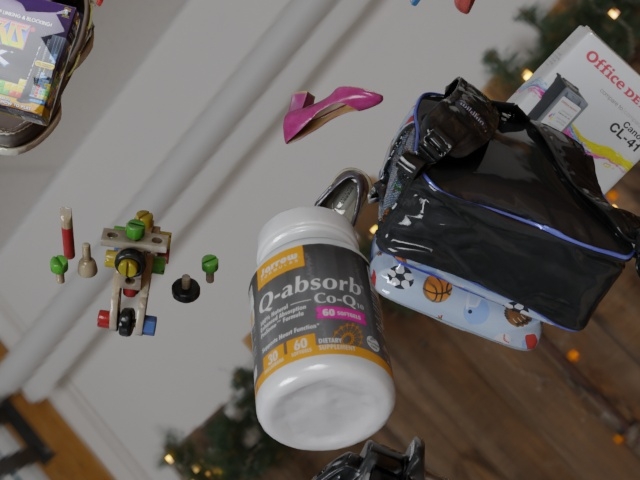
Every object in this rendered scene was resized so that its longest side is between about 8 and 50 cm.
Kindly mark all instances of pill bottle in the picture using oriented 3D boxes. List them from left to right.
[{"bbox_3d":[-0.005,0.098,1.289,0.162,0.278,0.162,-4,-45,-4],"label":"pill bottle"}]

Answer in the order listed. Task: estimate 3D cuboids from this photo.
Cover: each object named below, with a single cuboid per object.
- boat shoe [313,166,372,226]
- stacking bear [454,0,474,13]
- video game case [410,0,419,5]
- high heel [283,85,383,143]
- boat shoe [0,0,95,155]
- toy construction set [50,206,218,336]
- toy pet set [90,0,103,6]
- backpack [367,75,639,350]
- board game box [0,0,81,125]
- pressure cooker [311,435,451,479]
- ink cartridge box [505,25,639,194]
[{"bbox_3d":[0.000,0.000,1.892,0.285,0.103,0.092,-61,-11,6],"label":"boat shoe"},{"bbox_3d":[0.120,-0.482,1.597,0.164,0.289,0.175,100,-166,-51],"label":"stacking bear"},{"bbox_3d":[0.216,-0.607,2.332,0.015,0.166,0.119,12,-43,-29],"label":"video game case"},{"bbox_3d":[0.023,-0.266,2.308,0.082,0.244,0.117,27,-110,-57],"label":"high heel"},{"bbox_3d":[-0.432,-0.268,1.650,0.097,0.116,0.324,108,180,-50],"label":"boat shoe"},{"bbox_3d":[-0.390,0.011,2.093,0.257,0.309,0.237,-52,-22,-43],"label":"toy construction set"},{"bbox_3d":[-0.423,-0.489,1.953,0.114,0.065,0.122,5,73,59],"label":"toy pet set"},{"bbox_3d":[0.173,-0.034,1.097,0.213,0.276,0.263,-57,13,33],"label":"backpack"},{"bbox_3d":[-0.387,-0.226,1.269,0.048,0.170,0.141,112,172,-80],"label":"board game box"},{"bbox_3d":[0.130,0.528,1.653,0.375,0.420,0.370,113,180,-50],"label":"pressure cooker"},{"bbox_3d":[0.431,-0.186,1.865,0.306,0.226,0.131,-48,6,18],"label":"ink cartridge box"}]
